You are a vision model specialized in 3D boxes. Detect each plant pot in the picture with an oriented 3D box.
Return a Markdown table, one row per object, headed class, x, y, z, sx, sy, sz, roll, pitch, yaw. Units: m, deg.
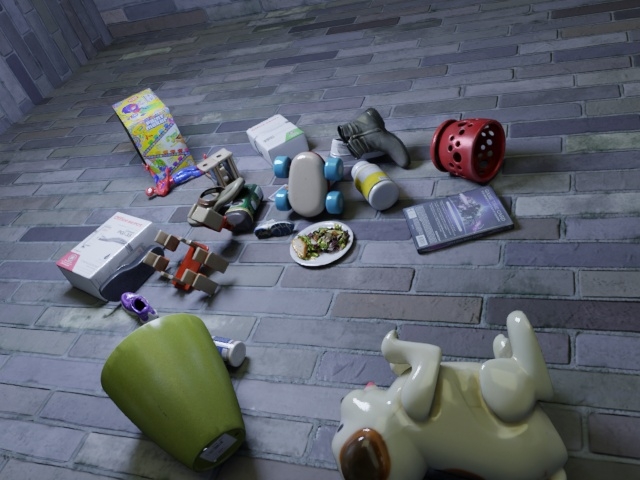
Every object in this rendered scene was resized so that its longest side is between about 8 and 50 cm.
| class | x | y | z | sx | sy | sz | roll | pitch | yaw |
| --- | --- | --- | --- | --- | --- | --- | --- | --- | --- |
| plant pot | 0.450 | -0.288 | 1.800 | 0.191 | 0.191 | 0.174 | -42 | 41 | -25 |
| plant pot | -0.307 | 0.366 | 1.324 | 0.275 | 0.275 | 0.293 | -34 | 56 | -17 |

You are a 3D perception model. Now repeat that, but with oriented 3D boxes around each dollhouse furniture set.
| class | x | y | z | sx | sy | sz | roll | pitch | yaw |
| --- | --- | --- | --- | --- | --- | --- | --- | --- | --- |
| dollhouse furniture set | -0.407 | -0.271 | 2.188 | 0.129 | 0.129 | 0.184 | -37 | 43 | -20 |
| dollhouse furniture set | -0.383 | 0.030 | 1.819 | 0.262 | 0.135 | 0.259 | 18 | 78 | 38 |

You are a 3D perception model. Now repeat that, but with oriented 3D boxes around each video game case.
| class | x | y | z | sx | sy | sz | roll | pitch | yaw |
| --- | --- | --- | --- | --- | --- | --- | --- | --- | --- |
| video game case | 0.394 | -0.065 | 1.692 | 0.274 | 0.026 | 0.196 | -15 | 39 | 5 |
| video game case | -0.111 | -0.154 | 2.020 | 0.122 | 0.011 | 0.087 | 24 | 56 | 41 |

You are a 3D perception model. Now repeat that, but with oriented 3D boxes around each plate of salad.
| class | x | y | z | sx | sy | sz | roll | pitch | yaw |
| --- | --- | --- | --- | --- | --- | --- | --- | --- | --- |
| plate of salad | 0.000 | 0.000 | 1.763 | 0.200 | 0.048 | 0.200 | -12 | 39 | 10 |

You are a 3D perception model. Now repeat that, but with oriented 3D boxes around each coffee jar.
| class | x | y | z | sx | sy | sz | roll | pitch | yaw |
| --- | --- | --- | --- | --- | --- | --- | --- | --- | --- |
| coffee jar | -0.261 | -0.109 | 1.975 | 0.096 | 0.079 | 0.184 | -8 | 39 | 22 |

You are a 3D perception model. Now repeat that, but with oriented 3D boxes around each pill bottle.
| class | x | y | z | sx | sy | sz | roll | pitch | yaw |
| --- | --- | --- | --- | --- | --- | --- | --- | --- | --- |
| pill bottle | -0.260 | 0.287 | 1.519 | 0.120 | 0.067 | 0.067 | 6 | 45 | 28 |
| pill bottle | 0.169 | -0.182 | 1.862 | 0.103 | 0.103 | 0.184 | -25 | 39 | -6 |

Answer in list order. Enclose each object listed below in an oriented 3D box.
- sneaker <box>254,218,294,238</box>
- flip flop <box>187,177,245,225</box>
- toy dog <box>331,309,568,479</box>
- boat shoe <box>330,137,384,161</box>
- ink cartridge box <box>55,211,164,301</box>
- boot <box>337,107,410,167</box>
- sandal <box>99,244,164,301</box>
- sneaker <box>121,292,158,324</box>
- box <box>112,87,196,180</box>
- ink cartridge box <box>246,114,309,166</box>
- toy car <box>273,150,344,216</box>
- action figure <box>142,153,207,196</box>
| class | x | y | z | sx | sy | sz | roll | pitch | yaw |
| --- | --- | --- | --- | --- | --- | --- | --- | --- | --- |
| sneaker | -0.148 | -0.048 | 1.881 | 0.135 | 0.052 | 0.058 | -7 | 36 | 15 |
| flip flop | -0.370 | -0.145 | 2.007 | 0.277 | 0.080 | 0.112 | -31 | 32 | 35 |
| toy dog | 0.222 | 0.359 | 1.113 | 0.408 | 0.284 | 0.395 | -15 | 75 | 3 |
| boat shoe | 0.150 | -0.336 | 2.015 | 0.258 | 0.084 | 0.095 | -19 | 36 | -33 |
| ink cartridge box | -0.697 | 0.046 | 1.948 | 0.207 | 0.117 | 0.283 | 14 | 50 | 35 |
| boot | 0.173 | -0.311 | 1.944 | 0.161 | 0.246 | 0.083 | -38 | -2 | -20 |
| sandal | -0.605 | 0.108 | 1.864 | 0.054 | 0.097 | 0.254 | 11 | 37 | 31 |
| sneaker | -0.551 | 0.189 | 1.755 | 0.170 | 0.071 | 0.068 | 21 | 54 | 40 |
| box | -0.676 | -0.425 | 2.366 | 0.177 | 0.279 | 0.290 | -30 | 39 | -13 |
| ink cartridge box | -0.167 | -0.387 | 2.253 | 0.160 | 0.092 | 0.219 | -29 | 39 | -12 |
| toy car | -0.007 | -0.199 | 1.932 | 0.219 | 0.210 | 0.238 | 4 | 16 | 22 |
| action figure | -0.570 | -0.275 | 2.264 | 0.280 | 0.139 | 0.091 | -34 | 40 | -14 |
